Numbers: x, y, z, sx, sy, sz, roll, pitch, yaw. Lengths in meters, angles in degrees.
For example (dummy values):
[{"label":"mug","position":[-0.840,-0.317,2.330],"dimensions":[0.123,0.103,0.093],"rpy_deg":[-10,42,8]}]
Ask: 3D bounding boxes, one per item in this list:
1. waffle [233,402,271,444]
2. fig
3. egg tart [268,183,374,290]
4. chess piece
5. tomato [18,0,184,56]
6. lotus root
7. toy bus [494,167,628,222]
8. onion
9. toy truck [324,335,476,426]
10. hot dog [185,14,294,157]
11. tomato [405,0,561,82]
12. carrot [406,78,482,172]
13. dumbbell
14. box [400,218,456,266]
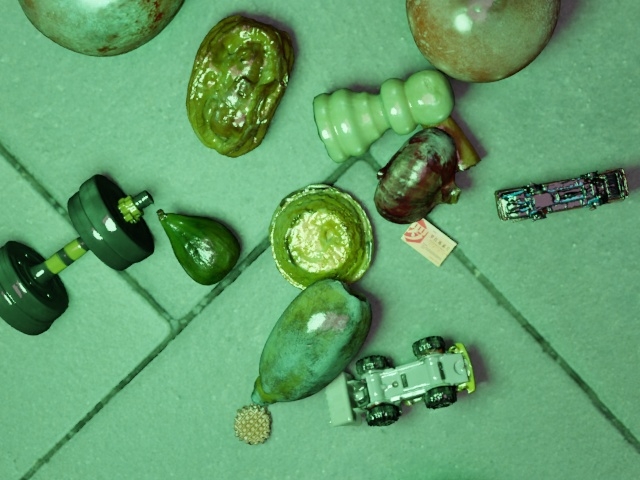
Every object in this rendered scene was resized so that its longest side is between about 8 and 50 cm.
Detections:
[{"label":"waffle","position":[-0.134,0.362,1.872],"dimensions":[0.075,0.029,0.083],"rpy_deg":[-1,95,0]},{"label":"fig","position":[-0.236,-0.001,1.782],"dimensions":[0.177,0.117,0.117],"rpy_deg":[41,98,-7]},{"label":"egg tart","position":[0.001,0.000,1.788],"dimensions":[0.212,0.090,0.212],"rpy_deg":[0,94,1]},{"label":"chess piece","position":[0.120,-0.234,1.702],"dimensions":[0.243,0.133,0.133],"rpy_deg":[-16,97,17]},{"label":"tomato","position":[-0.382,-0.482,1.646],"dimensions":[0.317,0.282,0.316],"rpy_deg":[-2,108,-6]},{"label":"lotus root","position":[-0.028,0.213,1.777],"dimensions":[0.158,0.140,0.322],"rpy_deg":[22,113,-34]},{"label":"toy bus","position":[0.441,-0.084,1.749],"dimensions":[0.235,0.096,0.073],"rpy_deg":[-10,97,4]},{"label":"onion","position":[0.173,-0.106,1.722],"dimensions":[0.151,0.098,0.206],"rpy_deg":[36,118,21]},{"label":"toy truck","position":[0.153,0.278,1.805],"dimensions":[0.286,0.111,0.136],"rpy_deg":[-17,66,13]},{"label":"hot dog","position":[-0.152,-0.279,1.738],"dimensions":[0.175,0.114,0.259],"rpy_deg":[19,98,1]},{"label":"tomato","position":[0.280,-0.408,1.645],"dimensions":[0.270,0.227,0.270],"rpy_deg":[1,97,5]},{"label":"carrot","position":[0.217,-0.215,1.762],"dimensions":[0.072,0.072,0.205],"rpy_deg":[-33,88,6]},{"label":"dumbbell","position":[-0.471,0.028,1.764],"dimensions":[0.388,0.185,0.185],"rpy_deg":[-34,95,7]},{"label":"box","position":[0.206,0.000,1.812],"dimensions":[0.093,0.015,0.058],"rpy_deg":[37,96,-3]}]
